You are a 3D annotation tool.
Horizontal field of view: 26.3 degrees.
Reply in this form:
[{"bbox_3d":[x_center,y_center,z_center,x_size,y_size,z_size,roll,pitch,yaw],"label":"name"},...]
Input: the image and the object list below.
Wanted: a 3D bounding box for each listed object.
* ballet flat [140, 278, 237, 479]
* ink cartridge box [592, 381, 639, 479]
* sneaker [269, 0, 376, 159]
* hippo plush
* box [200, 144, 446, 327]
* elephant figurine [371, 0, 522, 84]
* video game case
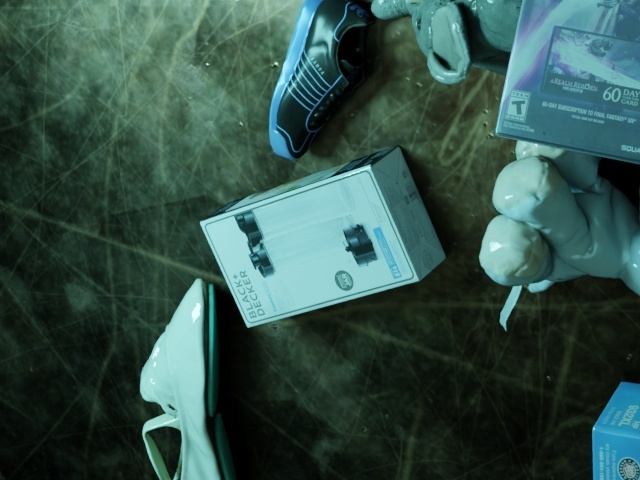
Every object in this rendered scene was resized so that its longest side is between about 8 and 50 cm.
[{"bbox_3d":[-0.200,0.248,2.006,0.139,0.139,0.400,9,118,27],"label":"ballet flat"},{"bbox_3d":[0.494,0.315,1.648,0.307,0.129,0.223,7,114,28],"label":"ink cartridge box"},{"bbox_3d":[0.002,-0.196,1.733,0.090,0.081,0.232,29,122,25],"label":"sneaker"},{"bbox_3d":[0.327,0.003,1.541,0.237,0.234,0.294,17,118,24],"label":"hippo plush"},{"bbox_3d":[0.000,0.000,1.819,0.290,0.087,0.169,-16,103,34],"label":"box"},{"bbox_3d":[0.178,-0.252,1.583,0.169,0.186,0.239,24,140,-20],"label":"elephant figurine"},{"bbox_3d":[0.307,-0.226,1.442,0.196,0.026,0.274,12,98,5],"label":"video game case"}]
